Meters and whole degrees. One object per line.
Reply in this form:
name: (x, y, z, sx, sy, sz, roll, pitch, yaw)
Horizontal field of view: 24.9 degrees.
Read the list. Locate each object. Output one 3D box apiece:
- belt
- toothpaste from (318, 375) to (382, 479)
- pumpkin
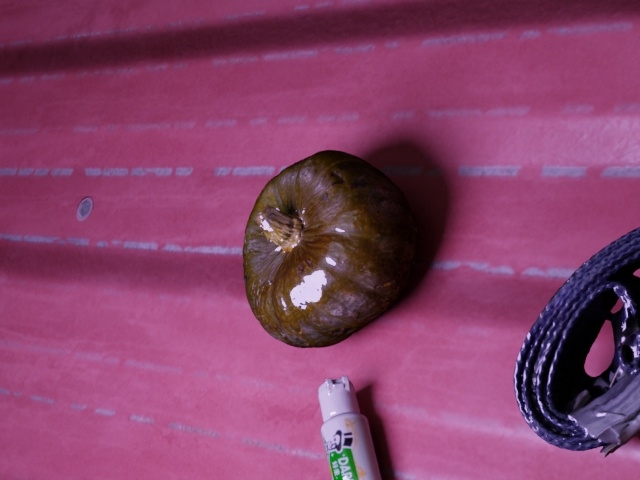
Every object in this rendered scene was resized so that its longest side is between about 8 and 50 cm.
belt: (0.277, 0.085, 1.274, 0.139, 0.126, 0.230, 43, 104, 20)
toothpaste: (0.047, 0.286, 1.465, 0.058, 0.056, 0.314, 102, 158, -55)
pumpkin: (0.000, 0.000, 1.572, 0.219, 0.162, 0.219, -27, 52, 40)
